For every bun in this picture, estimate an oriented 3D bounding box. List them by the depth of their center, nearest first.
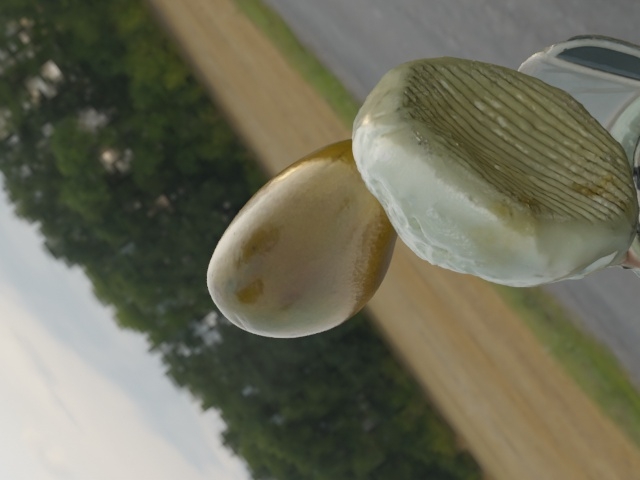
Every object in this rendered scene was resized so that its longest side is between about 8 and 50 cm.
[{"bbox_3d":[0.100,-0.028,0.936,0.183,0.102,0.183,17,-145,-12],"label":"bun"}]

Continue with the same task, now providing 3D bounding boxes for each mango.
[{"bbox_3d":[0.000,0.000,1.342,0.138,0.253,0.113,35,-138,-11],"label":"mango"}]

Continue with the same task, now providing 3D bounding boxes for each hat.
[{"bbox_3d":[0.267,-0.060,1.330,0.226,0.219,0.164,16,-175,32],"label":"hat"}]
